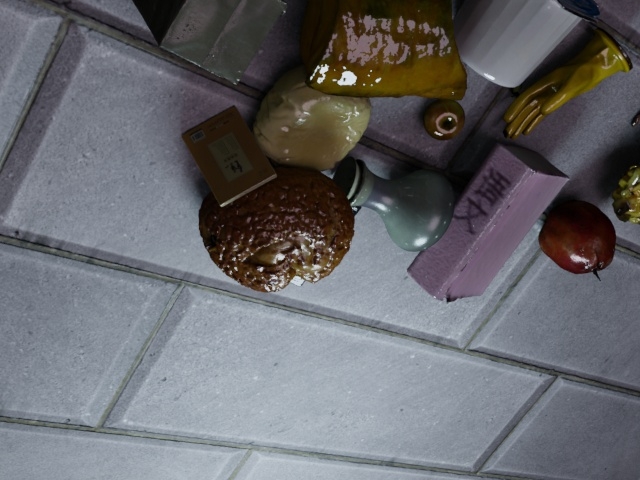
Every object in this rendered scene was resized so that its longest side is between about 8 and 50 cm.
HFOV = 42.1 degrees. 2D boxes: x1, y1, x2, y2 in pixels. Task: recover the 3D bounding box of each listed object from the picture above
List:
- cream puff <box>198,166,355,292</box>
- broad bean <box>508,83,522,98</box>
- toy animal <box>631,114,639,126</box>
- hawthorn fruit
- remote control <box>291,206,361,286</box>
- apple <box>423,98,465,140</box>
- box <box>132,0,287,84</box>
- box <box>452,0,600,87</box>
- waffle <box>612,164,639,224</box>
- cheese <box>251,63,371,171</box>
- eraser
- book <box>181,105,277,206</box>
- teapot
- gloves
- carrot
[{"bbox_3d":[-0.079,-0.010,1.619,0.303,0.212,0.303,-11,153,-6],"label":"cream puff"},{"bbox_3d":[0.437,-0.398,1.738,0.069,0.039,0.227,-22,140,-41],"label":"broad bean"},{"bbox_3d":[0.899,-0.367,1.978,0.312,0.097,0.158,-16,121,-13],"label":"toy animal"},{"bbox_3d":[0.645,0.013,2.039,0.181,0.235,0.181,-12,139,-11],"label":"hawthorn fruit"},{"bbox_3d":[0.000,0.000,1.834,0.063,0.025,0.245,24,112,-37],"label":"remote control"},{"bbox_3d":[0.256,-0.253,1.733,0.089,0.074,0.090,-12,128,-16],"label":"apple"},{"bbox_3d":[-0.181,-0.379,1.301,0.155,0.231,0.149,20,114,-38],"label":"box"},{"bbox_3d":[0.342,-0.430,1.559,0.291,0.262,0.206,35,122,-2],"label":"box"},{"bbox_3d":[0.900,-0.173,2.059,0.379,0.095,0.382,-40,149,22],"label":"waffle"},{"bbox_3d":[-0.015,-0.223,1.593,0.226,0.117,0.214,12,125,-39],"label":"cheese"},{"bbox_3d":[0.379,-0.037,1.883,0.272,0.122,0.359,-3,132,-58],"label":"eraser"},{"bbox_3d":[-0.170,-0.157,1.531,0.118,0.172,0.012,-29,157,-3],"label":"book"},{"bbox_3d":[0.151,-0.085,1.757,0.250,0.183,0.184,18,116,-25],"label":"teapot"},{"bbox_3d":[0.516,-0.318,1.801,0.294,0.116,0.133,-39,143,11],"label":"gloves"},{"bbox_3d":[0.114,-0.366,1.457,0.340,0.241,0.242,-4,127,-24],"label":"carrot"}]
